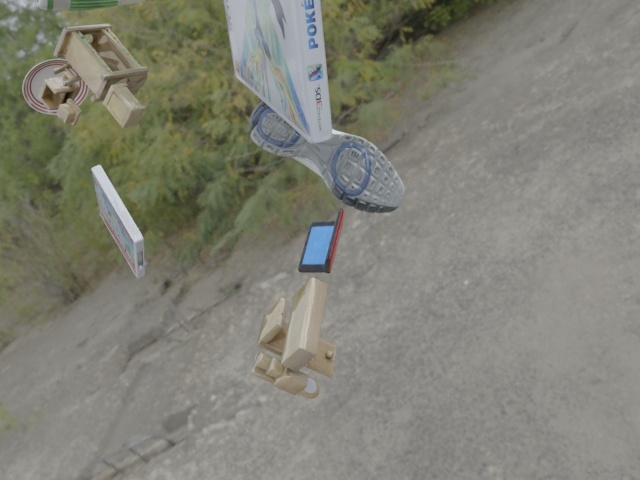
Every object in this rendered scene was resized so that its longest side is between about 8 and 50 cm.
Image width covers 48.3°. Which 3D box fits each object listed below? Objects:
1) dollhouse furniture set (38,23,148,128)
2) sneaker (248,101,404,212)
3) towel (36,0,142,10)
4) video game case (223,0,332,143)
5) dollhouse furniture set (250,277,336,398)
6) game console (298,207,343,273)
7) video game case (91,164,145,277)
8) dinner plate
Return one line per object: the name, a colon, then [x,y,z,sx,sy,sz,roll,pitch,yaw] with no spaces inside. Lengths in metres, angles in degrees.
dollhouse furniture set: [-0.354,-0.233,1.182,0.101,0.182,0.161,-28,-15,-49]
sneaker: [0.022,-0.151,1.237,0.111,0.297,0.129,-56,-9,12]
towel: [-0.273,-0.460,1.082,0.325,0.038,0.248,-21,-21,-26]
video game case: [-0.075,-0.320,0.944,0.036,0.299,0.329,-17,32,-17]
dollhouse furniture set: [-0.003,0.145,0.973,0.151,0.123,0.144,-47,23,42]
game console: [0.000,0.000,1.726,0.124,0.085,0.144,91,-168,-66]
video game case: [-0.479,-0.036,1.707,0.025,0.204,0.285,-29,-11,-21]
dinner plate: [-0.577,-0.337,1.559,0.141,0.141,0.017,-38,56,2]
